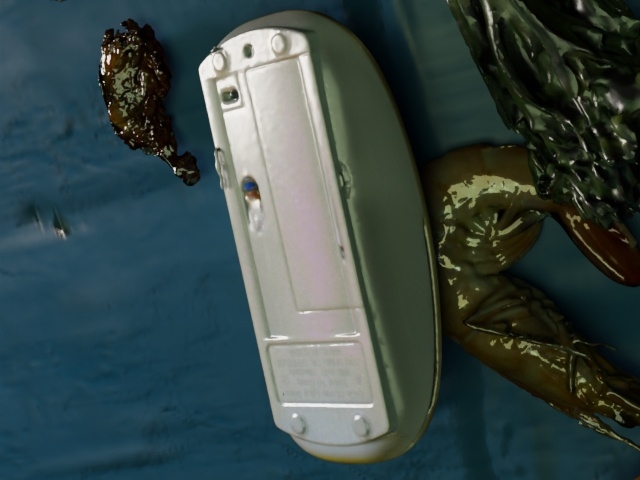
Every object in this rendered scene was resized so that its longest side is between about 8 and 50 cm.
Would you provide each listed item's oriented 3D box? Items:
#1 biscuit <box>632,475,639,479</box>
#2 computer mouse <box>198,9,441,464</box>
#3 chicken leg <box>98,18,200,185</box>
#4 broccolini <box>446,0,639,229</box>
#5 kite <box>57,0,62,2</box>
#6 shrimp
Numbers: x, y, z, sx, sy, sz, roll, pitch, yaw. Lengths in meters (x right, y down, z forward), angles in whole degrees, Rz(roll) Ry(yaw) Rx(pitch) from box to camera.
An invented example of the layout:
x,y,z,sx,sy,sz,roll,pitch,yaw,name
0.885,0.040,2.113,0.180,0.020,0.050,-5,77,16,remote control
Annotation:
x,y,z,sx,sy,sz,roll,pitch,yaw,name
0.202,0.183,0.539,0.204,0.040,0.309,44,117,3,biscuit
0.001,-0.001,0.540,0.102,0.045,0.199,-8,97,47,computer mouse
-0.083,-0.063,0.583,0.036,0.021,0.083,-12,103,16,chicken leg
0.076,-0.091,0.484,0.202,0.068,0.091,47,125,2,broccolini
-0.158,-0.223,0.566,0.321,0.016,0.234,-25,95,26,kite
0.103,0.020,0.533,0.162,0.045,0.095,36,96,13,shrimp
